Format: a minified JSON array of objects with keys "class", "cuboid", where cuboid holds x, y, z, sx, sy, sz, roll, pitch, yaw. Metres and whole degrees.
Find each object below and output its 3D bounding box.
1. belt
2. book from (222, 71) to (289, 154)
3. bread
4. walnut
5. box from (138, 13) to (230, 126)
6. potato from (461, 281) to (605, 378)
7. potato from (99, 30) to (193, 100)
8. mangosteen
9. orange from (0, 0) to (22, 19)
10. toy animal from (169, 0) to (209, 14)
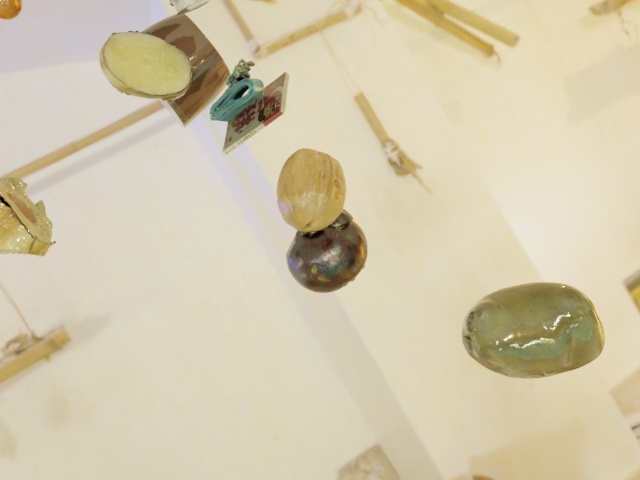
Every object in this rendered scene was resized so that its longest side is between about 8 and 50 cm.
[{"class":"belt","cuboid":[-0.228,-0.380,1.834,0.179,0.100,0.065,-33,-12,32]},{"class":"book","cuboid":[-0.176,-0.343,1.902,0.231,0.022,0.162,-27,41,34]},{"class":"bread","cuboid":[-0.826,-0.058,1.948,0.211,0.224,0.183,11,2,5]},{"class":"walnut","cuboid":[-0.021,-0.117,1.628,0.165,0.165,0.197,-30,40,37]},{"class":"box","cuboid":[-0.417,-0.513,2.088,0.216,0.301,0.301,-38,1,-5]},{"class":"potato","cuboid":[0.506,0.220,1.698,0.326,0.221,0.243,-12,-31,6]},{"class":"potato","cuboid":[-0.385,-0.371,1.540,0.200,0.164,0.081,12,-26,-25]},{"class":"mangosteen","cuboid":[0.000,0.000,1.900,0.231,0.289,0.231,-26,18,9]},{"class":"orange","cuboid":[-0.744,-0.560,1.650,0.083,0.084,0.083,-31,1,0]},{"class":"toy animal","cuboid":[-0.383,-0.699,1.816,0.103,0.221,0.131,-31,14,0]}]
